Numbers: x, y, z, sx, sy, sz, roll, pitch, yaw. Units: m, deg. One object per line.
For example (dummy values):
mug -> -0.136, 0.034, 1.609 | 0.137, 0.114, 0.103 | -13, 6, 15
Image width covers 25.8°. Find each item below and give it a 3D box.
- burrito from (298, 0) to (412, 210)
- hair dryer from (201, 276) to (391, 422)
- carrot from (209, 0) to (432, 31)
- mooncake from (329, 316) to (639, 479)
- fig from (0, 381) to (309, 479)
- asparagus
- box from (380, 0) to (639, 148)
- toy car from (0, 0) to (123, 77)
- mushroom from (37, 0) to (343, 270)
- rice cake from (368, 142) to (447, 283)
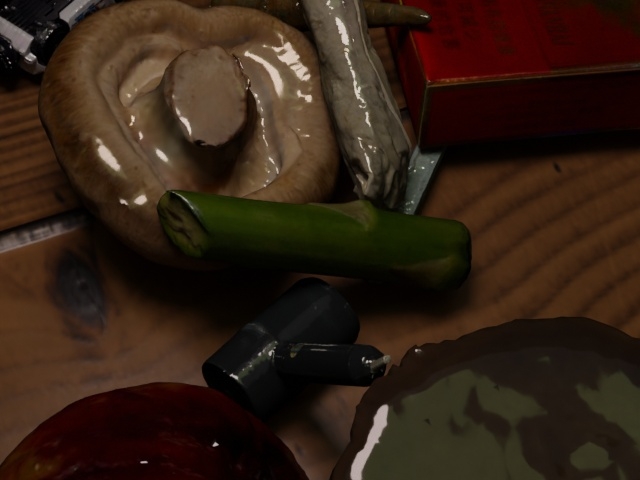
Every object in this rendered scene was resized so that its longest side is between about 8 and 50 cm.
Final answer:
burrito -> 0.023, -0.159, 1.216 | 0.059, 0.082, 0.275 | -18, 77, 10
hair dryer -> 0.002, 0.086, 1.082 | 0.124, 0.219, 0.071 | -41, 105, -22
carrot -> -0.004, -0.213, 1.297 | 0.254, 0.049, 0.049 | 11, 54, 35
mooncake -> 0.158, 0.224, 1.008 | 0.324, 0.187, 0.324 | 1, 61, -2
fig -> -0.129, 0.219, 0.988 | 0.263, 0.224, 0.224 | -9, 59, -8
asparagus -> 0.001, 0.000, 1.139 | 0.278, 0.067, 0.060 | 4, 27, -25
box -> 0.227, -0.193, 1.309 | 0.313, 0.089, 0.197 | -6, 48, -6
toy car -> -0.251, -0.218, 1.328 | 0.080, 0.070, 0.170 | 32, 60, 16
mushroom -> -0.106, -0.100, 1.210 | 0.278, 0.146, 0.278 | 9, 61, -18
rice cake -> 0.076, -0.035, 1.251 | 0.029, 0.033, 0.170 | 24, 59, 5
